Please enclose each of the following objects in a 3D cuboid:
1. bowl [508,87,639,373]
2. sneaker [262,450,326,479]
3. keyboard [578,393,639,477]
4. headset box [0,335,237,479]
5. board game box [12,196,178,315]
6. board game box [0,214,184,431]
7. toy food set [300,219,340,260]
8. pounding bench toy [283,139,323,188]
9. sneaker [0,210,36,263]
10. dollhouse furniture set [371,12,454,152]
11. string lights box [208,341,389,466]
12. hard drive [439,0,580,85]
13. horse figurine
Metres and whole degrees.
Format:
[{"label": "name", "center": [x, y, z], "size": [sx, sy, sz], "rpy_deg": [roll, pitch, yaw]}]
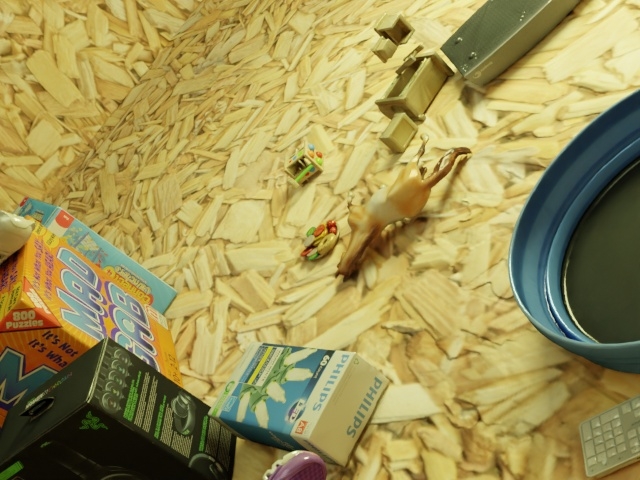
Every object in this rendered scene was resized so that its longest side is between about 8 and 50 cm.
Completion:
[{"label": "bowl", "center": [0.382, -0.031, 0.994], "size": [0.391, 0.077, 0.391], "rpy_deg": [-36, 29, 24]}, {"label": "sneaker", "center": [-0.041, 0.370, 1.112], "size": [0.104, 0.095, 0.236], "rpy_deg": [3, 61, 49]}, {"label": "keyboard", "center": [0.358, 0.147, 0.876], "size": [0.256, 0.014, 0.072], "rpy_deg": [-34, 30, 27]}, {"label": "headset box", "center": [-0.311, 0.304, 1.379], "size": [0.246, 0.283, 0.131], "rpy_deg": [-34, 30, 26]}, {"label": "board game box", "center": [-0.488, 0.039, 1.960], "size": [0.086, 0.308, 0.302], "rpy_deg": [-56, 27, -11]}, {"label": "board game box", "center": [-0.499, 0.247, 1.650], "size": [0.356, 0.356, 0.356], "rpy_deg": [-45, 27, 6]}, {"label": "toy food set", "center": [0.000, 0.000, 1.594], "size": [0.082, 0.020, 0.083], "rpy_deg": [-28, 34, 36]}, {"label": "pounding bench toy", "center": [-0.029, -0.141, 1.786], "size": [0.065, 0.052, 0.083], "rpy_deg": [-35, 30, 25]}, {"label": "sneaker", "center": [-0.558, 0.015, 1.576], "size": [0.235, 0.090, 0.095], "rpy_deg": [-21, 49, 47]}, {"label": "dollhouse furniture set", "center": [0.111, -0.273, 1.626], "size": [0.182, 0.161, 0.101], "rpy_deg": [-56, 27, -16]}, {"label": "string lights box", "center": [-0.036, 0.221, 1.299], "size": [0.260, 0.077, 0.133], "rpy_deg": [-4, 50, 54]}, {"label": "hard drive", "center": [0.325, -0.371, 1.550], "size": [0.255, 0.054, 0.172], "rpy_deg": [-42, 27, 14]}, {"label": "horse figurine", "center": [0.115, -0.067, 1.461], "size": [0.263, 0.066, 0.174], "rpy_deg": [-35, 24, 30]}]
